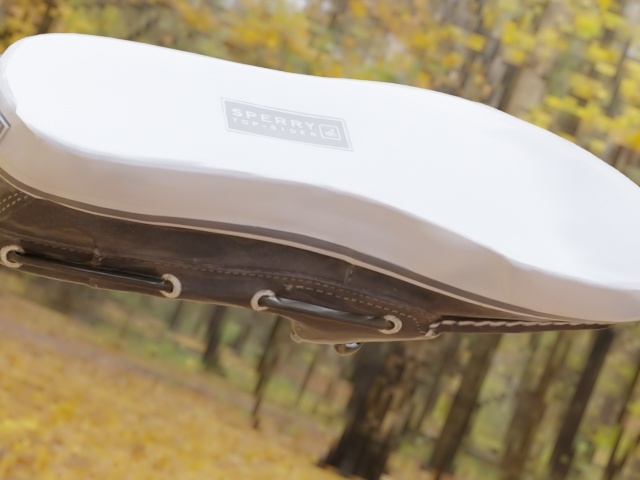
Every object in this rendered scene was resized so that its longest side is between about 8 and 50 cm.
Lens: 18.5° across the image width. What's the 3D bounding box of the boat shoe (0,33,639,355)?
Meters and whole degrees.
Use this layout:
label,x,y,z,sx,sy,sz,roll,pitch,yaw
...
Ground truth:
label,x,y,z,sx,sy,sz,roll,pitch,yaw
boat shoe,0.000,0.000,0.613,0.229,0.076,0.080,9,41,-19
